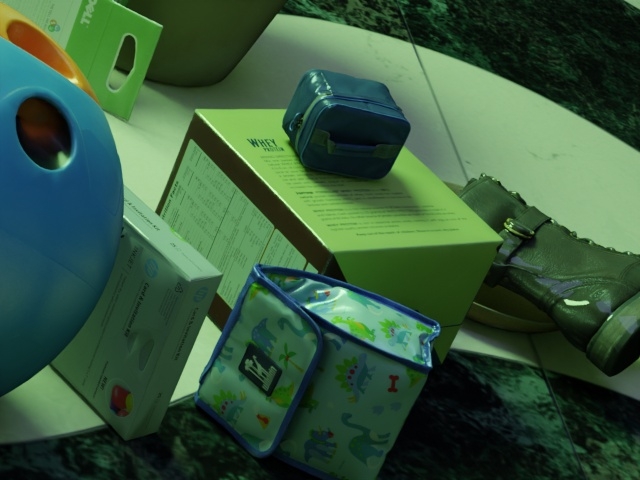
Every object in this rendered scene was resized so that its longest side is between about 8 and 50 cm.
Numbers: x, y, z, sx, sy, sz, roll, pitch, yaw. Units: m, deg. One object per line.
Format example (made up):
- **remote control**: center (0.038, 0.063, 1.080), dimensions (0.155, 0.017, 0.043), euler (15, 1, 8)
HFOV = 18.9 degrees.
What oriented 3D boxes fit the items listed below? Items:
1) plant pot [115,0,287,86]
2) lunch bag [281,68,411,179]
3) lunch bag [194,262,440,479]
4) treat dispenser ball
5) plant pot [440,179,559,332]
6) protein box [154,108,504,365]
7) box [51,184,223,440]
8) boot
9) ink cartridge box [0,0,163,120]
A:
- **plant pot**: center (-0.132, -0.319, 1.911), dimensions (0.323, 0.280, 0.323), euler (20, 26, -11)
- **lunch bag**: center (0.019, -0.092, 1.553), dimensions (0.098, 0.067, 0.065), euler (7, 31, -29)
- **lunch bag**: center (-0.005, 0.098, 1.424), dimensions (0.151, 0.129, 0.096), euler (25, 26, -1)
- **treat dispenser ball**: center (-0.272, -0.026, 1.247), dimensions (0.288, 0.288, 0.288), euler (20, 27, -10)
- **plant pot**: center (0.149, 0.018, 1.811), dimensions (0.236, 0.032, 0.236), euler (20, 27, -11)
- **protein box**: center (0.000, 0.000, 1.600), dimensions (0.200, 0.136, 0.201), euler (-4, 38, -43)
- **box**: center (-0.165, 0.031, 1.394), dimensions (0.038, 0.145, 0.186), euler (-10, 42, -48)
- **boot**: center (0.230, 0.006, 1.764), dimensions (0.229, 0.091, 0.263), euler (36, 30, 20)
- **ink cartridge box**: center (-0.244, -0.213, 1.813), dimensions (0.209, 0.109, 0.062), euler (28, 27, 7)
